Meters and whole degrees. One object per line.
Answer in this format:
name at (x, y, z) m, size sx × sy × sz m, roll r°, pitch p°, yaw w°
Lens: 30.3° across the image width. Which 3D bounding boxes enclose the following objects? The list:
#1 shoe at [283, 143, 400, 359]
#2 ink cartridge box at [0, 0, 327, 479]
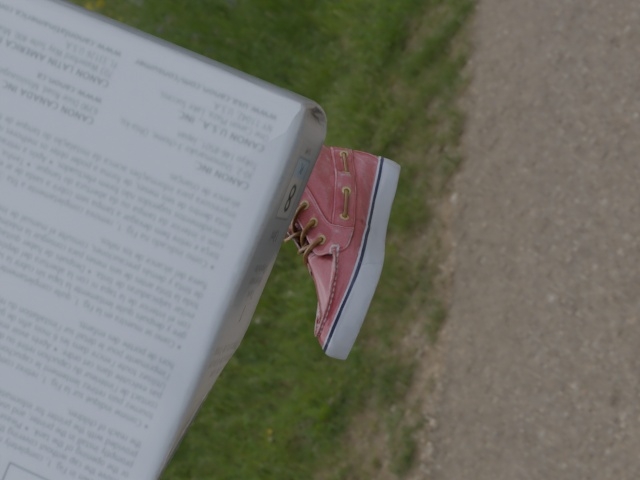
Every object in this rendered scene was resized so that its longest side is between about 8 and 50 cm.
shoe at (0.000, 0.000, 0.800) m, size 0.063 × 0.081 × 0.178 m, roll 114°, pitch 173°, yaw -46°
ink cartridge box at (-0.209, 0.043, 0.694) m, size 0.091 × 0.308 × 0.385 m, roll -1°, pitch -67°, yaw -81°
